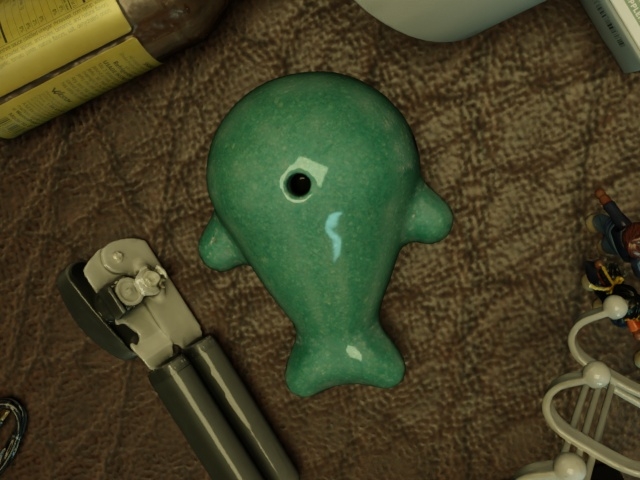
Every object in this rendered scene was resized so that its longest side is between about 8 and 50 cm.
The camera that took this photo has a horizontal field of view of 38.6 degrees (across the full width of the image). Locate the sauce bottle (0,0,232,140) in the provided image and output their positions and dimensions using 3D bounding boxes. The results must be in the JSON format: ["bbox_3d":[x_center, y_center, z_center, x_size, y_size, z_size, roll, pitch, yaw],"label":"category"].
[{"bbox_3d":[-0.165,-0.189,0.760,0.344,0.111,0.111,-23,93,8],"label":"sauce bottle"}]

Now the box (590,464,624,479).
[{"bbox_3d":[0.112,0.290,0.678,0.296,0.293,0.073,-13,102,8],"label":"box"}]

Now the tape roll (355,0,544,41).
[{"bbox_3d":[0.112,-0.278,0.623,0.169,0.246,0.246,-18,94,50],"label":"tape roll"}]

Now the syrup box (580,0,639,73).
[{"bbox_3d":[0.322,-0.230,0.698,0.237,0.096,0.093,-31,93,10],"label":"syrup box"}]

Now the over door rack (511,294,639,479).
[{"bbox_3d":[0.286,0.185,0.576,0.324,0.239,0.108,41,121,6],"label":"over door rack"}]

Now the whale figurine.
[{"bbox_3d":[0.000,0.000,0.741,0.216,0.141,0.272,-6,96,8],"label":"whale figurine"}]

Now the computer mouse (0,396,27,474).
[{"bbox_3d":[-0.367,0.239,0.872,0.242,0.041,0.071,-42,88,3],"label":"computer mouse"}]

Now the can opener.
[{"bbox_3d":[-0.122,0.122,0.815,0.280,0.074,0.093,55,134,1],"label":"can opener"}]

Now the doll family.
[{"bbox_3d":[0.260,0.050,0.727,0.076,0.111,0.193,-40,89,10],"label":"doll family"}]
